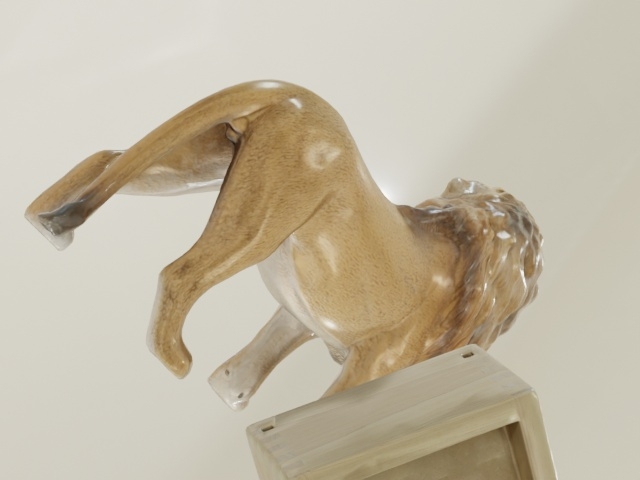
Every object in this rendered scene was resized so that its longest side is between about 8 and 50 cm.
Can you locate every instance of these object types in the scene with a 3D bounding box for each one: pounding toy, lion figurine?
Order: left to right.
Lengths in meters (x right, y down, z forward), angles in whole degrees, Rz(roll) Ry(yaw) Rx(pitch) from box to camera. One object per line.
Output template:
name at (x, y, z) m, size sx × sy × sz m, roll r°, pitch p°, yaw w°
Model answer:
lion figurine at (0.000, 0.000, 1.209) m, size 0.240 × 0.392 × 0.142 m, roll -44°, pitch -124°, yaw -1°
pounding toy at (0.032, 0.134, 0.835) m, size 0.130 × 0.141 × 0.100 m, roll -19°, pitch -162°, yaw -12°
